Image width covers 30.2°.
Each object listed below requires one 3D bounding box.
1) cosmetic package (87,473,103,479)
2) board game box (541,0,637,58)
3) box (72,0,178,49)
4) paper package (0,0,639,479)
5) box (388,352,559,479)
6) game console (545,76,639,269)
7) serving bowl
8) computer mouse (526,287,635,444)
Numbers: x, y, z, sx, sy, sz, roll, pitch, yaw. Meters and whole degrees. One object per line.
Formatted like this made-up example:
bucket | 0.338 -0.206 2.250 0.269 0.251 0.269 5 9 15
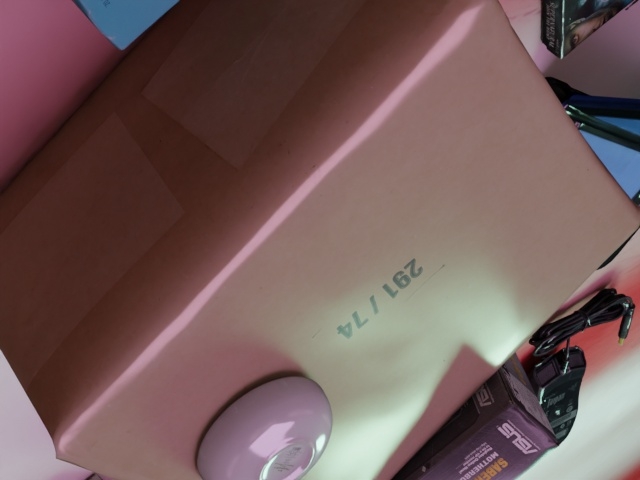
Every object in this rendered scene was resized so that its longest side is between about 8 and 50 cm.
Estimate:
cosmetic package | -0.213 0.252 0.986 0.115 0.041 0.060 -39 153 -10
board game box | 0.221 -0.234 0.901 0.126 0.026 0.186 -39 153 -10
box | -0.037 -0.207 0.552 0.244 0.060 0.100 -42 153 -3
paper package | 0.000 0.000 0.729 0.325 0.168 0.309 -46 142 4
box | 0.064 0.126 0.900 0.183 0.231 0.056 -43 116 14
game console | 0.303 -0.038 1.089 0.293 0.173 0.250 11 122 -46
serving bowl | -0.025 0.115 0.658 0.083 0.027 0.083 -24 138 -23
computer mouse | 0.331 0.168 1.589 0.184 0.060 0.262 -26 137 -23
